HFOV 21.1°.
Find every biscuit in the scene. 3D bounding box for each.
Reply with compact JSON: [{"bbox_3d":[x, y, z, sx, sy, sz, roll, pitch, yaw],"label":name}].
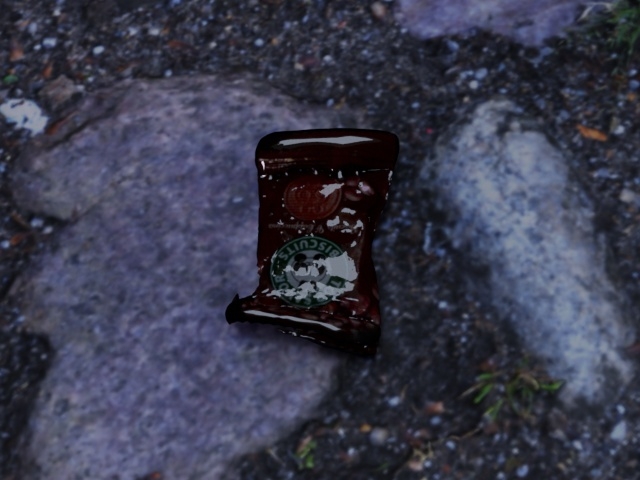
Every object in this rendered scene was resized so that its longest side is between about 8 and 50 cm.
[{"bbox_3d":[-0.006,-0.001,1.704,0.151,0.063,0.235,3,63,9],"label":"biscuit"}]
